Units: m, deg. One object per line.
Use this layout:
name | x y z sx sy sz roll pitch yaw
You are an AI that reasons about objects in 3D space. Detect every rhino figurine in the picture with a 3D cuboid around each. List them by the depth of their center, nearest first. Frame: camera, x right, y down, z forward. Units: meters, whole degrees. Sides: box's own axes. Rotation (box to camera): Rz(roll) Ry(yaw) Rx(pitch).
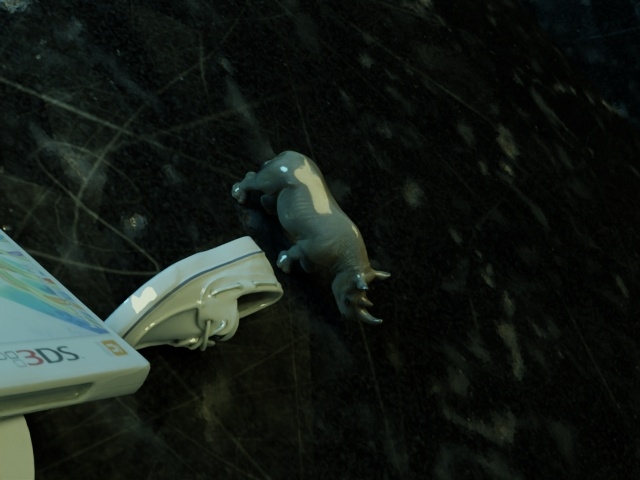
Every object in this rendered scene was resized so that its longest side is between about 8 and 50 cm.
rhino figurine | 0.000 0.000 1.238 0.243 0.106 0.073 55 36 9

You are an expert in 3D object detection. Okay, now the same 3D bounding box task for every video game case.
video game case | -0.321 0.015 0.768 0.329 0.036 0.300 38 12 19

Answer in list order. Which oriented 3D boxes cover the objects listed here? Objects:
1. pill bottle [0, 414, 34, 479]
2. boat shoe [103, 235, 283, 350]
pill bottle | -0.344 0.160 0.661 0.283 0.161 0.161 10 51 -44
boat shoe | -0.119 0.066 1.056 0.084 0.095 0.258 49 35 8
